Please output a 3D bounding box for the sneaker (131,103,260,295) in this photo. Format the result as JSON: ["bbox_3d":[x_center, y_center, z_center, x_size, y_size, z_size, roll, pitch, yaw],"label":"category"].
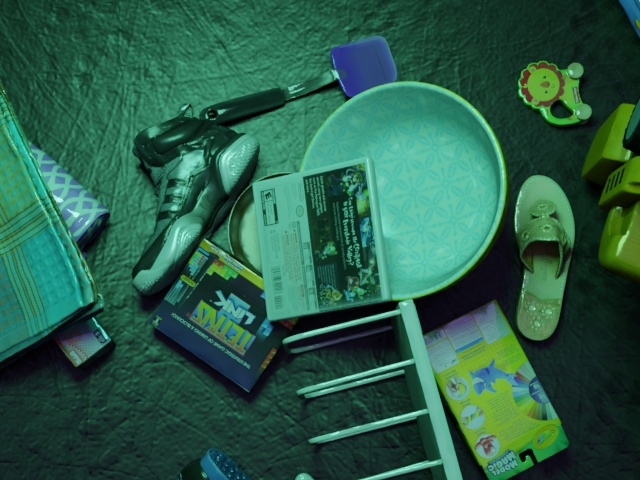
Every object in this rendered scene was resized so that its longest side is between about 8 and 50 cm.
[{"bbox_3d":[-0.211,-0.062,1.669,0.153,0.101,0.268,33,77,8],"label":"sneaker"}]

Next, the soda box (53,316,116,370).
[{"bbox_3d":[-0.359,0.087,1.652,0.063,0.058,0.183,-38,83,-8],"label":"soda box"}]

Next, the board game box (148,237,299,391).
[{"bbox_3d":[-0.124,0.100,1.648,0.170,0.048,0.141,33,92,5],"label":"board game box"}]

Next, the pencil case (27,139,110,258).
[{"bbox_3d":[-0.388,-0.068,1.670,0.206,0.086,0.088,40,115,8],"label":"pencil case"}]

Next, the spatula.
[{"bbox_3d":[-0.032,-0.217,1.736,0.296,0.030,0.084,-19,83,-6],"label":"spatula"}]

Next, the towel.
[{"bbox_3d":[-0.465,-0.015,1.620,0.271,0.040,0.370,-30,80,22],"label":"towel"}]

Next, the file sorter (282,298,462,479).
[{"bbox_3d":[0.069,0.242,1.571,0.173,0.193,0.278,-15,80,-2],"label":"file sorter"}]

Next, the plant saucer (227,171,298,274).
[{"bbox_3d":[-0.045,-0.011,1.697,0.168,0.029,0.168,0,78,-2],"label":"plant saucer"}]

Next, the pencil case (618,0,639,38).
[{"bbox_3d":[0.485,-0.346,1.732,0.133,0.119,0.306,-19,79,-30],"label":"pencil case"}]

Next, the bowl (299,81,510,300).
[{"bbox_3d":[0.129,-0.058,1.631,0.289,0.156,0.289,-3,83,24],"label":"bowl"}]

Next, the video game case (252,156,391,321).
[{"bbox_3d":[0.000,0.000,1.586,0.173,0.022,0.190,-12,78,24],"label":"video game case"}]

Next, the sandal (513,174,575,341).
[{"bbox_3d":[0.314,0.018,1.678,0.088,0.079,0.240,6,79,-1],"label":"sandal"}]

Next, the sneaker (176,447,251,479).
[{"bbox_3d":[-0.100,0.385,1.601,0.090,0.081,0.232,-42,88,12],"label":"sneaker"}]

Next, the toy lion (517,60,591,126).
[{"bbox_3d":[0.335,-0.212,1.750,0.096,0.034,0.100,-10,80,3],"label":"toy lion"}]

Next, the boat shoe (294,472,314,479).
[{"bbox_3d":[-0.013,0.362,1.623,0.035,0.035,0.100,-9,80,-4],"label":"boat shoe"}]

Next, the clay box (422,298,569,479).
[{"bbox_3d":[0.232,0.207,1.652,0.127,0.053,0.222,-25,82,-7],"label":"clay box"}]

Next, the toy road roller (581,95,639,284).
[{"bbox_3d":[0.448,-0.045,1.572,0.202,0.329,0.240,22,83,3],"label":"toy road roller"}]
